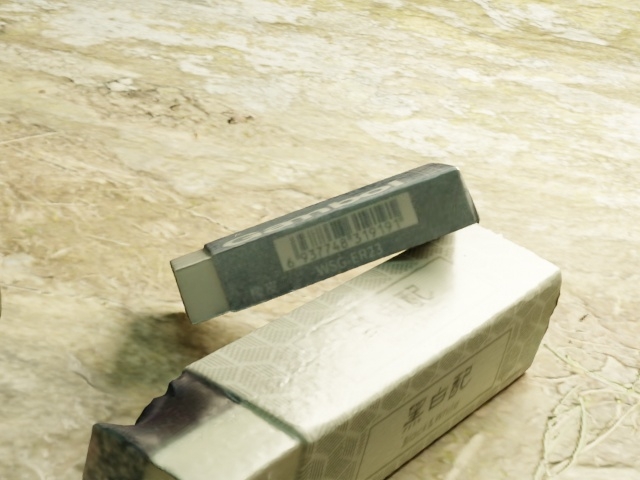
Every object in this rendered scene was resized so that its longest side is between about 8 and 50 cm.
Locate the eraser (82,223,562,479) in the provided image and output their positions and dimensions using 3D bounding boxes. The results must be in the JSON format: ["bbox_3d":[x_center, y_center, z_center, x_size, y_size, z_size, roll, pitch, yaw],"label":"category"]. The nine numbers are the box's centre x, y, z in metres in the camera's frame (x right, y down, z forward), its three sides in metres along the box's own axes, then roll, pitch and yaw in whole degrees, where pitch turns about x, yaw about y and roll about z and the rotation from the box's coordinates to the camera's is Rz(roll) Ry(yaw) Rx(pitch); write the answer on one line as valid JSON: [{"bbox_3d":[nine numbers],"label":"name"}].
[{"bbox_3d":[0.014,0.096,1.050,0.098,0.096,0.404,29,32,25],"label":"eraser"}]

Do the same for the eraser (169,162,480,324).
[{"bbox_3d":[0.000,0.000,1.147,0.212,0.046,0.092,-20,6,-7],"label":"eraser"}]
